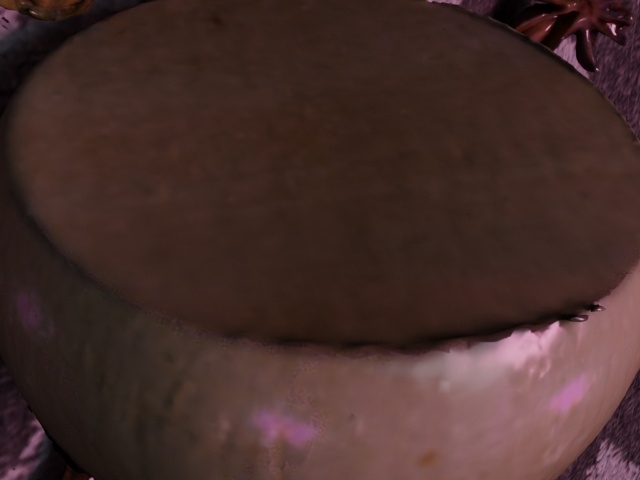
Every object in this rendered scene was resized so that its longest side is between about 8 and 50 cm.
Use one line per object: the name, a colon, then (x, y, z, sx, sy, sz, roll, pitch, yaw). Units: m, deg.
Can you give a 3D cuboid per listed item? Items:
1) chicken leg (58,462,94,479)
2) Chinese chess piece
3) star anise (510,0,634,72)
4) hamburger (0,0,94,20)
chicken leg: (-0.143, 0.181, 0.759, 0.113, 0.093, 0.304, 11, 90, -40)
Chinese chess piece: (0.000, 0.000, 0.652, 0.349, 0.349, 0.146, -34, 144, -39)
star anise: (0.241, -0.249, 1.056, 0.148, 0.218, 0.227, 52, 35, -5)
hamburger: (-0.082, -0.248, 0.572, 0.285, 0.134, 0.265, -11, 132, -2)
